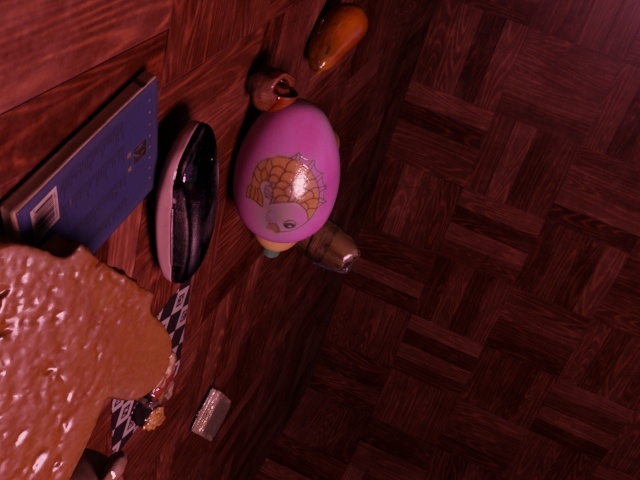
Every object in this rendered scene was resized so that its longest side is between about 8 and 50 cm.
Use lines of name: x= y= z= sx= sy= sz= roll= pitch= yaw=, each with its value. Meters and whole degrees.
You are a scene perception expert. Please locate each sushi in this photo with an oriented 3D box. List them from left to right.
sushi: x=-0.290 y=0.244 z=1.490 sx=0.264 sy=0.050 sz=0.290 roll=-56 pitch=165 yaw=-47

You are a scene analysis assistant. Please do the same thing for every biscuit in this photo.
biscuit: x=-0.332 y=0.189 z=0.876 sx=0.393 sy=0.076 sz=0.368 roll=-65 pitch=153 yaw=-9
biscuit: x=-0.275 y=0.443 z=2.067 sx=0.121 sy=0.041 sz=0.199 roll=-62 pitch=170 yaw=-15

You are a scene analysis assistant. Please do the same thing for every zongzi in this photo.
zongzi: x=0.000 y=0.000 z=1.996 sx=0.112 sy=0.221 sz=0.242 roll=-52 pitch=172 yaw=0

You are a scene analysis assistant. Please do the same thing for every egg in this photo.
egg: x=-0.062 y=-0.124 z=1.463 sx=0.196 sy=0.197 sz=0.271 roll=-50 pitch=143 yaw=-60

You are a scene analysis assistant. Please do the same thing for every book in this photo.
book: x=-0.272 y=-0.055 z=0.963 sx=0.190 sy=0.025 sz=0.269 roll=104 pitch=13 yaw=-48

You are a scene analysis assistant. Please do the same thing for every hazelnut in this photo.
hazelnut: x=-0.080 y=-0.253 z=1.354 sx=0.086 sy=0.086 sz=0.086 roll=23 pitch=90 yaw=-80

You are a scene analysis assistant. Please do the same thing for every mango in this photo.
mango: x=0.024 y=-0.399 z=1.606 sx=0.159 sy=0.084 sz=0.105 roll=-45 pitch=-177 yaw=-9

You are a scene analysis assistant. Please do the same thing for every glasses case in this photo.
glasses case: x=-0.197 y=-0.048 z=1.207 sx=0.314 sy=0.075 sz=0.122 roll=105 pitch=3 yaw=-55

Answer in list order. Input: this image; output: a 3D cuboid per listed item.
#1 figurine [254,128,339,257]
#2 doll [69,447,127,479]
figurine: x=-0.046 y=-0.115 z=1.763 sx=0.222 sy=0.124 sz=0.324 roll=98 pitch=14 yaw=-57
doll: x=-0.386 y=0.409 z=1.054 sx=0.235 sy=0.174 sz=0.330 roll=-34 pitch=-167 yaw=42
